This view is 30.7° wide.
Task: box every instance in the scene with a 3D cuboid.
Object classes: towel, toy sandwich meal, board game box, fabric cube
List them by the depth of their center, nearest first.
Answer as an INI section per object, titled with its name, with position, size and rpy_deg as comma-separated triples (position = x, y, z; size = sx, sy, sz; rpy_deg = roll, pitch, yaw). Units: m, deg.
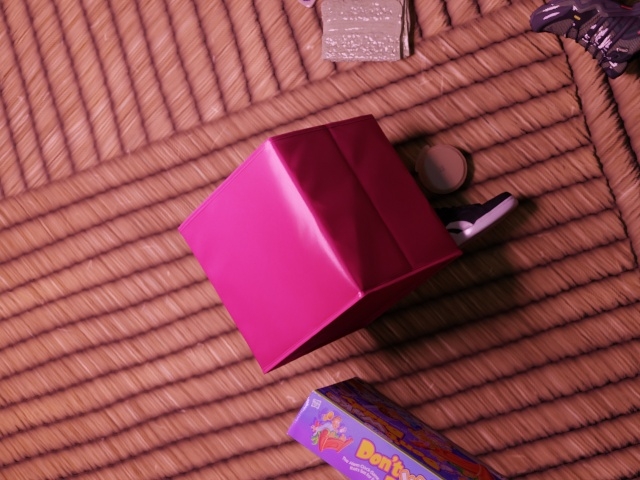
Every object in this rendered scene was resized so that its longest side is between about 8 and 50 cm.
[board game box]
position = 0.144, 0.337, 1.719
size = 0.347, 0.233, 0.078
rpy_deg = 33, 98, 15
[fabric cube]
position = 0.000, 0.000, 1.724
size = 0.254, 0.259, 0.258
rpy_deg = -42, 76, 39
[toy sandwich meal]
position = 0.189, -0.112, 1.826
size = 0.085, 0.029, 0.086
rpy_deg = 0, 89, 12
[towel]
position = 0.072, -0.338, 1.869
size = 0.148, 0.027, 0.110
rpy_deg = 0, 89, 16

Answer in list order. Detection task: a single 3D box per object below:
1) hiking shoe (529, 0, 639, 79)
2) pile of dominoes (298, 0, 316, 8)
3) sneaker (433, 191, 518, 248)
[hiking shoe]
position = 0.421, -0.300, 1.729
size = 0.226, 0.086, 0.114
rpy_deg = 5, 87, 16
[pile of dominoes]
position = -0.028, -0.536, 1.899
size = 0.196, 0.040, 0.251
rpy_deg = 36, 98, 15
[sneaker]
position = 0.186, -0.040, 1.796
size = 0.217, 0.079, 0.121
rpy_deg = -35, 80, 15
